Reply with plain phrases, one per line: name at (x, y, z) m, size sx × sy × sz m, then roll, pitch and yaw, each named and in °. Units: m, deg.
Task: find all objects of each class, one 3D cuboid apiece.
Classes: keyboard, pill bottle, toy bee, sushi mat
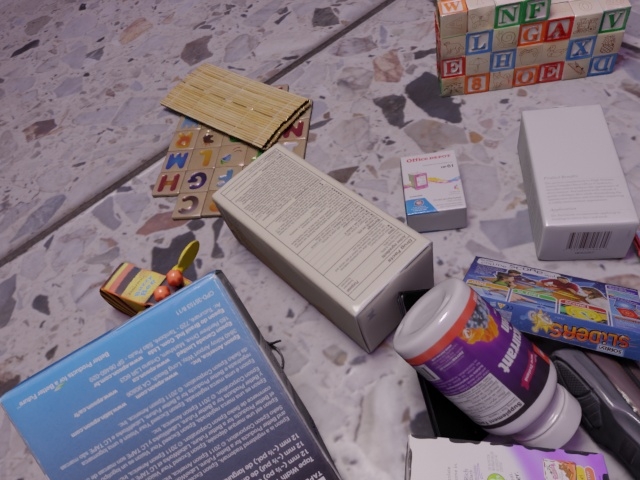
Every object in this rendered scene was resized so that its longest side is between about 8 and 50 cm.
keyboard at (0.153, 0.153, 0.630) m, size 0.100 × 0.038 × 0.191 m, roll -4°, pitch 70°, yaw -23°
pill bottle at (0.184, 0.141, 0.562) m, size 0.193 × 0.108 × 0.108 m, roll 42°, pitch 69°, yaw -4°
toy bee at (-0.203, 0.079, 0.716) m, size 0.299 × 0.162 × 0.195 m, roll -1°, pitch 53°, yaw 14°
sushi mat at (-0.181, -0.282, 1.046) m, size 0.317 × 0.019 × 0.151 m, roll 28°, pitch 67°, yaw 31°

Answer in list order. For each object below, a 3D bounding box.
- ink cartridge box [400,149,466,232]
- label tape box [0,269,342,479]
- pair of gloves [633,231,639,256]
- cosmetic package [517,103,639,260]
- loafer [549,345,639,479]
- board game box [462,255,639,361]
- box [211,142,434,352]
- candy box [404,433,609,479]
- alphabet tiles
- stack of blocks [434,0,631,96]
ink cartridge box at (0.174, -0.078, 0.801) m, size 0.089 × 0.052 × 0.122 m, roll -7°, pitch 52°, yaw 10°
label tape box at (-0.136, 0.242, 0.579) m, size 0.249 × 0.115 × 0.347 m, roll -31°, pitch 95°, yaw -7°
pair of gloves at (0.502, 0.032, 0.657) m, size 0.160 × 0.023 × 0.198 m, roll -11°, pitch 54°, yaw 4°
cosmetic package at (0.362, -0.089, 0.743) m, size 0.118 × 0.085 × 0.230 m, roll -1°, pitch 53°, yaw 13°
loafer at (0.361, 0.218, 0.509) m, size 0.095 × 0.109 × 0.302 m, roll -22°, pitch 49°, yaw -9°
board game box at (0.279, 0.075, 0.628) m, size 0.202 × 0.035 × 0.136 m, roll 13°, pitch 21°, yaw 23°
box at (0.000, 0.000, 0.744) m, size 0.148 × 0.121 × 0.311 m, roll -41°, pitch 56°, yaw -16°
candy box at (0.179, 0.289, 0.496) m, size 0.197 × 0.070 × 0.164 m, roll 3°, pitch 48°, yaw 8°
alphabet tiles at (-0.165, -0.181, 0.988) m, size 0.286 × 0.011 × 0.342 m, roll -2°, pitch 55°, yaw 12°
stack of blocks at (0.354, -0.363, 0.887) m, size 0.298 × 0.171 × 0.087 m, roll -5°, pitch 54°, yaw 10°
